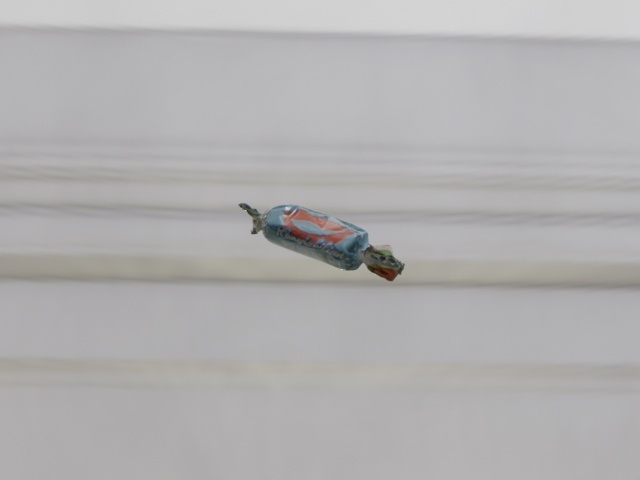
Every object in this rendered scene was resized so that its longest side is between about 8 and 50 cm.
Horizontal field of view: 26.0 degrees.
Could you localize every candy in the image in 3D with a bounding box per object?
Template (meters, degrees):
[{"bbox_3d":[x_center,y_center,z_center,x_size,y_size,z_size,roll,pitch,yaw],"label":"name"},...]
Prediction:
[{"bbox_3d":[0.000,0.000,0.628,0.083,0.020,0.030,18,-24,25],"label":"candy"}]
